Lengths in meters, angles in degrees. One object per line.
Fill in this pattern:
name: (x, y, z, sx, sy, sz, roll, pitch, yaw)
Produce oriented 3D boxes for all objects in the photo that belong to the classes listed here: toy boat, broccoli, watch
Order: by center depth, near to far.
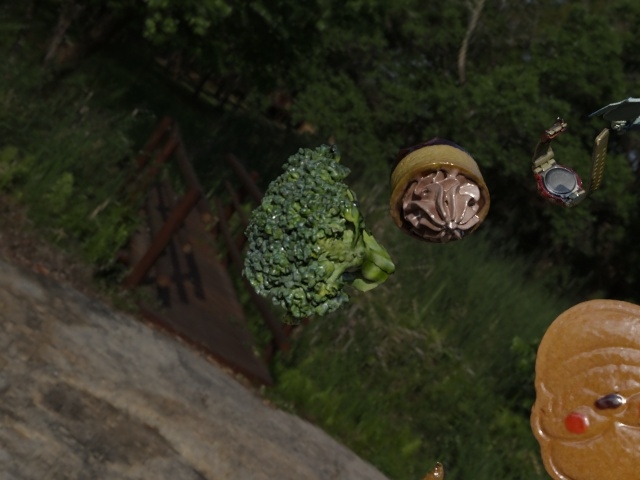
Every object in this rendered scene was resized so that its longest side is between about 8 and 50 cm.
broccoli: (0.000, 0.000, 1.429, 0.247, 0.288, 0.245, 19, -18, 51)
toy boat: (0.555, -0.220, 1.485, 0.291, 0.220, 0.067, -15, 90, -43)
watch: (0.546, -0.183, 1.926, 0.165, 0.102, 0.268, 47, -20, 31)

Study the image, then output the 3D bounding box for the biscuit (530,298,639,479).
biscuit: (0.629, 0.355, 1.908, 0.078, 0.349, 0.456, 24, 56, -67)

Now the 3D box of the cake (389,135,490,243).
cake: (0.223, -0.076, 1.696, 0.207, 0.185, 0.178, 35, 28, -11)

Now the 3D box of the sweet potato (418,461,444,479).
sweet potato: (0.092, 0.456, 1.381, 0.066, 0.314, 0.072, 48, 25, 23)
